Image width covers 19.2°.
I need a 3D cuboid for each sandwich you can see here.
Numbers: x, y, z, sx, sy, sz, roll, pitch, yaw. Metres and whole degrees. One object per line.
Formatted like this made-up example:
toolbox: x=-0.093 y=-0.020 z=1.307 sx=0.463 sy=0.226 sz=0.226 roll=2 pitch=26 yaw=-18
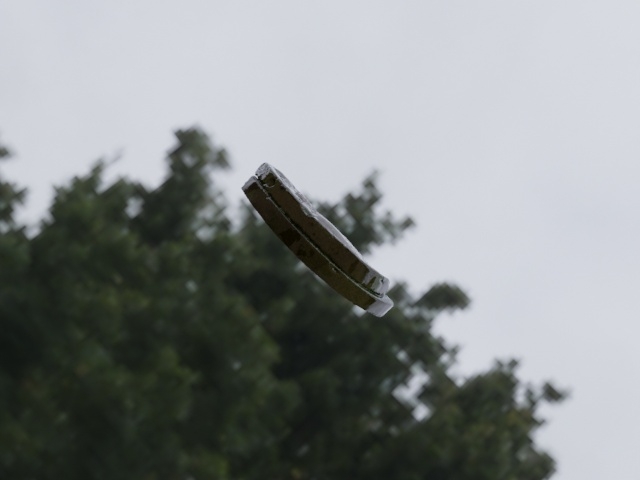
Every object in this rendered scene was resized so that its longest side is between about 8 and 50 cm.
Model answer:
sandwich: x=0.001 y=0.002 z=1.303 sx=0.135 sy=0.067 sz=0.029 roll=43 pitch=-80 yaw=-4
